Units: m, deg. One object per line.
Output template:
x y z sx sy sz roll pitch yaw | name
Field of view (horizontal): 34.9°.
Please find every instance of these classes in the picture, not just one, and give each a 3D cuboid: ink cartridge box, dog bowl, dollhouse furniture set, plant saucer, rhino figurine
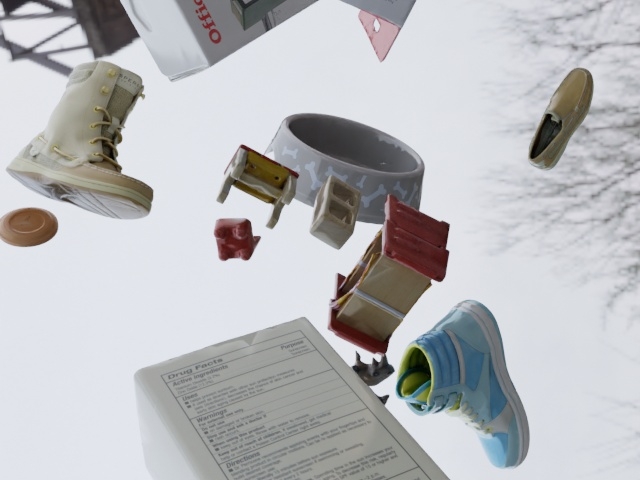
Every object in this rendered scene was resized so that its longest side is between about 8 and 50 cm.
-0.121 -0.360 1.327 0.273 0.115 0.198 -39 -70 -31 | ink cartridge box
0.055 -0.156 2.080 0.349 0.349 0.102 -18 -49 -53 | dog bowl
0.000 0.000 1.605 0.374 0.201 0.152 28 -146 -11 | dollhouse furniture set
-0.407 -0.021 1.415 0.083 0.083 0.013 -44 -29 -45 | plant saucer
0.065 0.287 1.841 0.073 0.106 0.243 -63 -4 -58 | rhino figurine
0.095 -0.494 1.784 0.130 0.309 0.271 21 -67 -16 | ink cartridge box

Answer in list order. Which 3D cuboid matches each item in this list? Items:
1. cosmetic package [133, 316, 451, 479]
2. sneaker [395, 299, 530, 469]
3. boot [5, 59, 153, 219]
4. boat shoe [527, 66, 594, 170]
-0.006 0.200 0.743 0.160 0.309 0.113 -16 -54 -24 | cosmetic package
0.231 0.282 1.746 0.208 0.127 0.319 -26 -78 -31 | sneaker
-0.290 -0.141 1.381 0.095 0.262 0.203 45 -113 -46 | boot
0.410 -0.212 1.744 0.072 0.068 0.190 17 -85 -58 | boat shoe
